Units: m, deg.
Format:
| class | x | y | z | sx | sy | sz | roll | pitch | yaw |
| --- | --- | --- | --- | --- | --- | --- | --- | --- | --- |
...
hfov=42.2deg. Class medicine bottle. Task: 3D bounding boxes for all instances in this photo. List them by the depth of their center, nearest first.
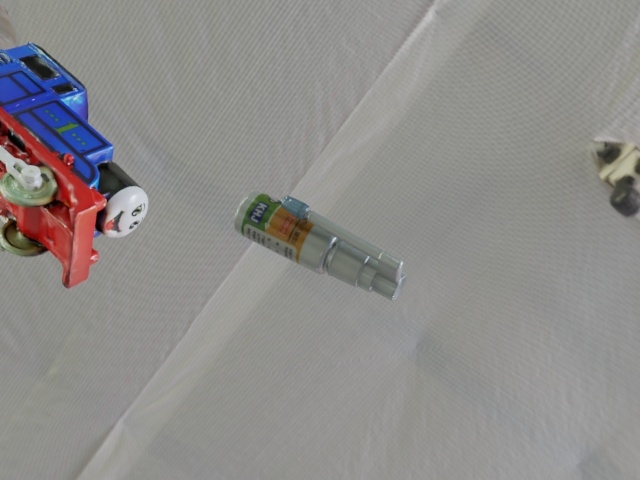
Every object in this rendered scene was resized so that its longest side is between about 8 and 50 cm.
| class | x | y | z | sx | sy | sz | roll | pitch | yaw |
| --- | --- | --- | --- | --- | --- | --- | --- | --- | --- |
| medicine bottle | 0.000 | 0.000 | 0.993 | 0.221 | 0.061 | 0.092 | 26 | -29 | 17 |

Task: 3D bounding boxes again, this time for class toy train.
| class | x | y | z | sx | sy | sz | roll | pitch | yaw |
| --- | --- | --- | --- | --- | --- | --- | --- | --- | --- |
| toy train | -0.225 | -0.068 | 0.663 | 0.204 | 0.131 | 0.082 | 40 | -46 | 20 |

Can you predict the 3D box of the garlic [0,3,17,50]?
| class | x | y | z | sx | sy | sz | roll | pitch | yaw |
| --- | --- | --- | --- | --- | --- | --- | --- | --- | --- |
| garlic | -0.385 | -0.164 | 0.740 | 0.228 | 0.227 | 0.152 | 25 | -25 | -8 |
